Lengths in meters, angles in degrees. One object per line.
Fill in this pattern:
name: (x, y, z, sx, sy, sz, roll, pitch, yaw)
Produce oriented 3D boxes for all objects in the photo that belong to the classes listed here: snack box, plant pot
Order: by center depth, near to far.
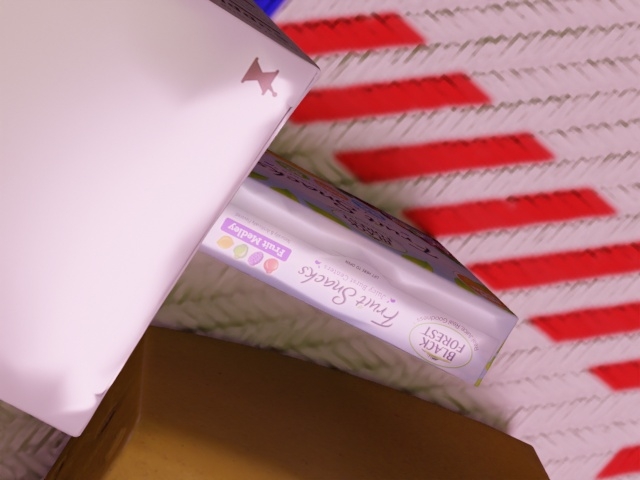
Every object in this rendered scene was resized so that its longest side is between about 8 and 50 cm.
snack box: (0.000, 0.000, 0.748, 0.141, 0.100, 0.037, 27, 100, -22)
plant pot: (-0.031, 0.155, 0.748, 0.187, 0.212, 0.212, 31, 99, -11)

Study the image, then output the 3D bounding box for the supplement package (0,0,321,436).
supplement package: (-0.116, -0.065, 0.614, 0.134, 0.244, 0.139, 30, 99, -23)
